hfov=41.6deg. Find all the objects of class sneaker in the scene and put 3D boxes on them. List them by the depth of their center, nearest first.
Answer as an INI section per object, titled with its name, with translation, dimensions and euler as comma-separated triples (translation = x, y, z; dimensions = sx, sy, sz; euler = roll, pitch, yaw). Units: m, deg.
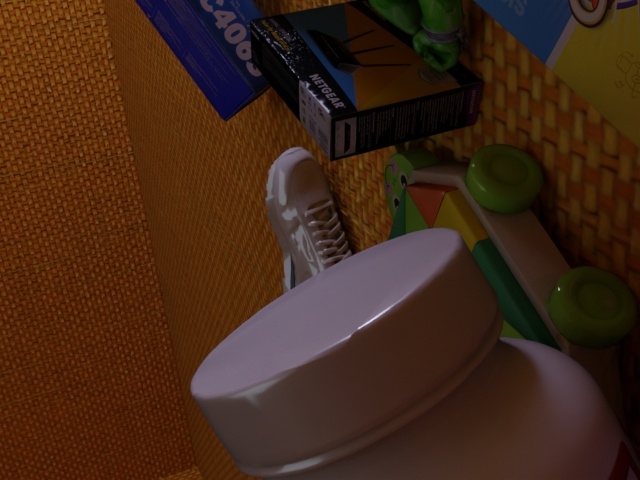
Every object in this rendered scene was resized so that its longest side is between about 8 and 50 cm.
[sneaker]
translation = 0.000, 0.000, 1.028
dimensions = 0.095, 0.090, 0.235
euler = 20, 128, 52

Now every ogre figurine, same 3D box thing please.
[ogre figurine]
translation = 0.058, -0.233, 0.635
dimensions = 0.118, 0.097, 0.197
euler = 108, 156, -77

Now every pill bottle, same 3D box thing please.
[pill bottle]
translation = 0.101, 0.209, 0.497
dimensions = 0.407, 0.229, 0.229
euler = 60, 163, -8

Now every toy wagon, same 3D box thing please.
[toy wagon]
translation = 0.123, 0.042, 0.705
dimensions = 0.267, 0.068, 0.344
euler = 102, 148, -53

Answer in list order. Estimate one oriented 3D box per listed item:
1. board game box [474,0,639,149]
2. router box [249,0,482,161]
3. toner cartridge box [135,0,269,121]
[board game box]
translation = 0.178, -0.167, 0.387
dimensions = 0.242, 0.064, 0.316
euler = 93, 154, -44
[router box]
translation = 0.032, -0.144, 0.716
dimensions = 0.179, 0.133, 0.046
euler = -125, 26, -44
[toner cartridge box]
translation = -0.181, -0.328, 1.077
dimensions = 0.348, 0.075, 0.165
euler = 54, 160, -9
